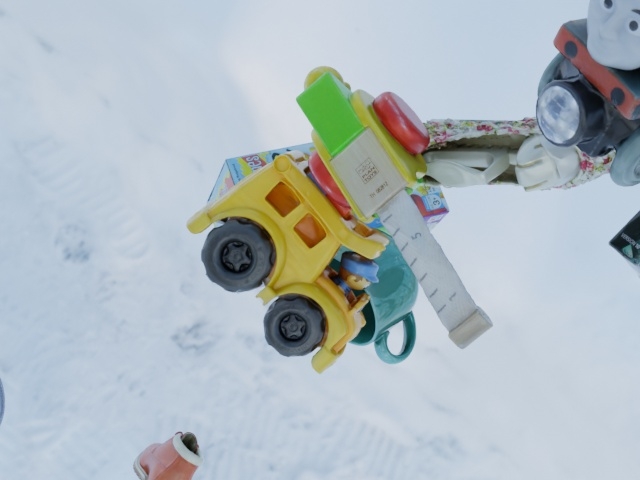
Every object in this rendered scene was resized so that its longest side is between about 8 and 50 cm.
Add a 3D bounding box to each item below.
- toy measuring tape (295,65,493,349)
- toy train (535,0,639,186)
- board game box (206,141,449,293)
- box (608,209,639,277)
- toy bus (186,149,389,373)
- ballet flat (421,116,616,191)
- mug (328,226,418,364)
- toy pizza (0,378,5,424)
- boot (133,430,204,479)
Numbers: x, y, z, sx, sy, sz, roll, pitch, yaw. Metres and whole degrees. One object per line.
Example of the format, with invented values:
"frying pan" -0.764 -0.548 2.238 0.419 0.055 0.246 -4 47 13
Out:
"toy measuring tape" 0.078 -0.038 1.027 0.121 0.121 0.330 -12 59 -35
"toy train" 0.323 -0.163 0.878 0.333 0.190 0.142 -14 53 -30
"board game box" 0.007 -0.045 1.457 0.275 0.144 0.142 -14 73 -21
"box" 0.470 -0.045 1.107 0.232 0.322 0.058 39 5 -39
"toy bus" 0.000 0.000 1.166 0.220 0.211 0.149 50 9 -1
"ballet flat" 0.188 -0.079 1.080 0.077 0.240 0.091 -53 133 -46
"mug" 0.060 0.061 1.326 0.097 0.129 0.158 -33 123 -31
"toy pizza" -0.455 0.167 1.221 0.201 0.201 0.032 31 22 -13
"boot" -0.166 0.249 1.218 0.059 0.158 0.085 33 89 -15
